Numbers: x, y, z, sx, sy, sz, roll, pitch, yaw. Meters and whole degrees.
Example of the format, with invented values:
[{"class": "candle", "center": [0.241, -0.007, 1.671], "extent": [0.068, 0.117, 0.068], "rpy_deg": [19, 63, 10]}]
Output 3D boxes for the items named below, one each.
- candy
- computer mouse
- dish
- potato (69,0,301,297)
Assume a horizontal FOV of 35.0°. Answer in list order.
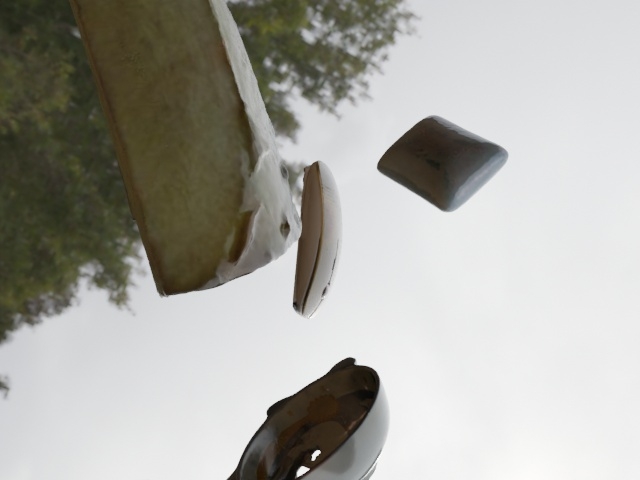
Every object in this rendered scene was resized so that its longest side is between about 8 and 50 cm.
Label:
[{"class": "candy", "center": [0.182, -0.121, 1.540], "extent": [0.138, 0.071, 0.174], "rpy_deg": [-42, -136, -13]}, {"class": "computer mouse", "center": [0.000, 0.000, 1.571], "extent": [0.126, 0.056, 0.245], "rpy_deg": [29, 67, -74]}, {"class": "dish", "center": [0.001, 0.246, 1.190], "extent": [0.236, 0.086, 0.228], "rpy_deg": [-45, -163, -27]}, {"class": "potato", "center": [-0.101, -0.119, 0.670], "extent": [0.269, 0.112, 0.255], "rpy_deg": [-143, -144, -70]}]
